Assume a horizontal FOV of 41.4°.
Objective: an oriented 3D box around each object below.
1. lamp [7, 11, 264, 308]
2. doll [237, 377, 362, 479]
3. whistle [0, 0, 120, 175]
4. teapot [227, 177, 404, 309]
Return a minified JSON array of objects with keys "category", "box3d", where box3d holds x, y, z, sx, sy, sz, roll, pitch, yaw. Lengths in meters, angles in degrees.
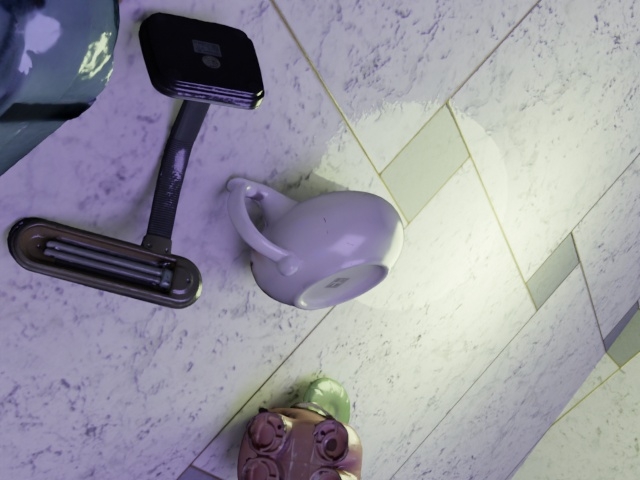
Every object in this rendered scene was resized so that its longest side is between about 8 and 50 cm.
[{"category":"lamp","box3d":[-0.189,-0.086,0.850,0.203,0.124,0.283,7,120,-28]},{"category":"doll","box3d":[-0.008,0.351,1.316,0.268,0.216,0.284,34,62,-60]},{"category":"whistle","box3d":[-0.259,-0.161,0.676,0.290,0.163,0.163,-28,157,32]},{"category":"teapot","box3d":[0.000,0.000,1.090,0.204,0.139,0.298,-29,157,26]}]
